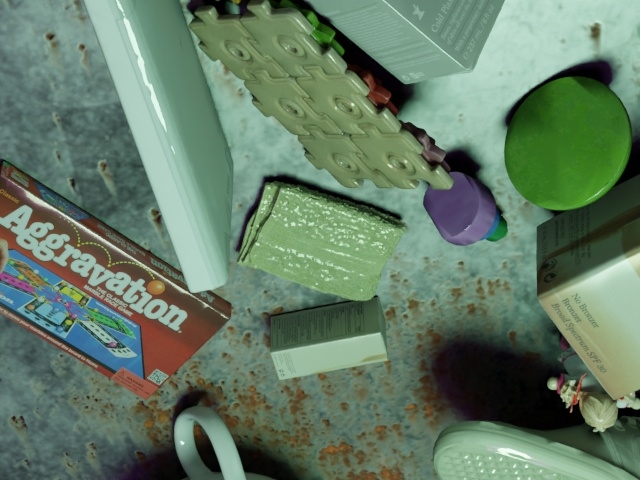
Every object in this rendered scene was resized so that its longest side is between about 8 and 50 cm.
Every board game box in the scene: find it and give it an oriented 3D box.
[{"bbox_3d":[-0.243,0.045,1.875,0.281,0.027,0.145,33,119,-23],"label":"board game box"}]

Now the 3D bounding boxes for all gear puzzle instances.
[{"bbox_3d":[-0.023,-0.165,1.671,0.175,0.044,0.339,3,144,52],"label":"gear puzzle"}]

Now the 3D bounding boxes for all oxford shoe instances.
[{"bbox_3d":[0.306,0.240,1.938,0.449,0.130,0.169,17,154,-27],"label":"oxford shoe"}]

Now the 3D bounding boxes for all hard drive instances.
[{"bbox_3d":[-0.137,-0.135,1.629,0.040,0.203,0.307,-12,126,8],"label":"hard drive"}]

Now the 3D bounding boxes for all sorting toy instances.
[{"bbox_3d":[0.275,-0.088,1.756,0.365,0.127,0.126,-31,151,24],"label":"sorting toy"}]

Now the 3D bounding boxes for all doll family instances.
[{"bbox_3d":[0.362,0.147,1.872,0.263,0.163,0.118,21,118,-16],"label":"doll family"}]

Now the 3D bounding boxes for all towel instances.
[{"bbox_3d":[0.000,0.000,1.844,0.148,0.027,0.110,17,124,-12],"label":"towel"}]

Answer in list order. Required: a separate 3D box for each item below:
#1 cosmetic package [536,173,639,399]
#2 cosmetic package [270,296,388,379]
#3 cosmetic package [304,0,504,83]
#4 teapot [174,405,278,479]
[{"bbox_3d":[0.361,0.007,1.730,0.296,0.129,0.153,-29,116,23],"label":"cosmetic package"},{"bbox_3d":[0.009,0.099,1.900,0.115,0.060,0.041,-10,128,8],"label":"cosmetic package"},{"bbox_3d":[0.041,-0.251,1.577,0.238,0.127,0.107,36,159,-28],"label":"cosmetic package"},{"bbox_3d":[-0.117,0.336,2.010,0.256,0.187,0.252,-50,137,2],"label":"teapot"}]
